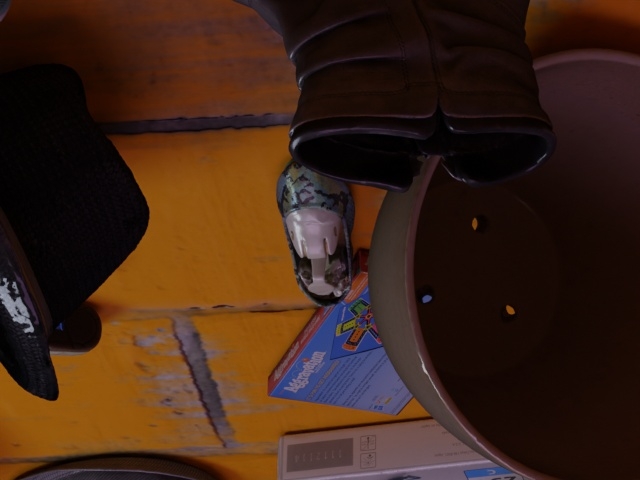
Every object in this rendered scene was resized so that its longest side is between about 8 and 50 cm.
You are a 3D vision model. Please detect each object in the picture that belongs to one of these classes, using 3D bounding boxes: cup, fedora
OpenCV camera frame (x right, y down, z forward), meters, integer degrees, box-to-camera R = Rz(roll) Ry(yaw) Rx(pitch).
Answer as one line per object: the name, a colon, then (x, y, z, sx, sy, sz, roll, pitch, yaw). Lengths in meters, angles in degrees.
cup: (0.166, 0.026, 1.538, 0.331, 0.331, 0.237, 15, 172, -22)
fedora: (-0.234, 0.350, 2.250, 0.275, 0.124, 0.244, -13, 147, 22)
fedora: (-0.228, -0.035, 1.506, 0.152, 0.334, 0.334, -29, 153, -14)

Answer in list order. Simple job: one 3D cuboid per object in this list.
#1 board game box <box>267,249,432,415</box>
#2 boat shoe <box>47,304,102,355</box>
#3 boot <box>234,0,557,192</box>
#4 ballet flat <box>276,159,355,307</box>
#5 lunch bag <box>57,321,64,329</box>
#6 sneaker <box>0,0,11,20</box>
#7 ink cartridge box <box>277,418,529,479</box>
board game box: (0.058, 0.096, 1.896, 0.145, 0.027, 0.281, 9, 149, -17)
boat shoe: (-0.309, 0.082, 1.853, 0.190, 0.068, 0.072, 16, 158, -24)
boot: (-0.013, -0.148, 1.279, 0.338, 0.222, 0.118, 2, 151, -1)
ballet flat: (0.000, 0.000, 1.695, 0.070, 0.070, 0.188, -4, 149, 8)
lunch bag: (-0.256, 0.035, 1.762, 0.065, 0.067, 0.098, 1, 149, -1)
sneaker: (-0.381, -0.201, 1.305, 0.319, 0.127, 0.208, 29, 139, -24)
ink cartridge box: (0.130, 0.281, 2.177, 0.296, 0.066, 0.261, -8, 148, 15)
